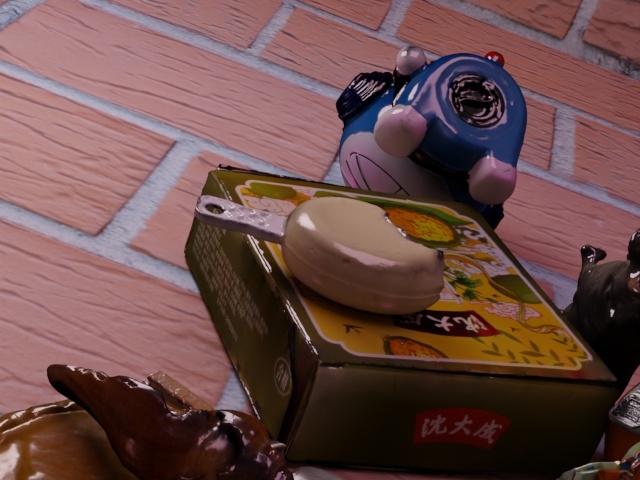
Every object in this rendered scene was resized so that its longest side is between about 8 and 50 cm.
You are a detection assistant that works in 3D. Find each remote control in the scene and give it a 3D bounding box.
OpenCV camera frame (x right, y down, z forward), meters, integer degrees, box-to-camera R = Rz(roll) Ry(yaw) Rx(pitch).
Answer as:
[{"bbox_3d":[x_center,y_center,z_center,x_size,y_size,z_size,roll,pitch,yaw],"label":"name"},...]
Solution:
[{"bbox_3d":[0.362,0.159,1.521,0.124,0.018,0.053,-37,33,-17],"label":"remote control"}]

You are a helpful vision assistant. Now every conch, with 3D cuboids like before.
[{"bbox_3d":[-0.118,0.155,1.104,0.232,0.080,0.086,16,-20,8],"label":"conch"}]

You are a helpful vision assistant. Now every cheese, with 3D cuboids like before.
[{"bbox_3d":[-0.002,0.009,1.488,0.248,0.071,0.163,7,28,-23],"label":"cheese"}]

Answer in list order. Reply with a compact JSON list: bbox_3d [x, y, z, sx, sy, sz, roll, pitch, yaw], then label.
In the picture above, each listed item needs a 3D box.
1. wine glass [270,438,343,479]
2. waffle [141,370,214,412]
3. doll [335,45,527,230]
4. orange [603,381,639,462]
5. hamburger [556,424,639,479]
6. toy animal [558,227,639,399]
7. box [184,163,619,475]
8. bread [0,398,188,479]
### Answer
[{"bbox_3d":[0.003,0.264,1.247,0.204,0.111,0.111,33,28,26],"label":"wine glass"},{"bbox_3d":[-0.137,0.177,1.290,0.092,0.135,0.021,33,44,25],"label":"waffle"},{"bbox_3d":[0.149,-0.126,1.949,0.284,0.310,0.240,40,62,-1],"label":"doll"},{"bbox_3d":[0.409,0.227,1.574,0.193,0.161,0.193,14,36,-11],"label":"orange"},{"bbox_3d":[0.385,0.285,1.411,0.276,0.260,0.150,54,-1,-5],"label":"hamburger"},{"bbox_3d":[0.337,0.077,1.624,0.106,0.343,0.168,9,65,-5],"label":"toy animal"},{"bbox_3d":[0.076,0.087,1.632,0.372,0.138,0.420,8,27,-25],"label":"box"},{"bbox_3d":[-0.174,0.233,1.147,0.253,0.142,0.227,-1,31,-44],"label":"bread"}]
